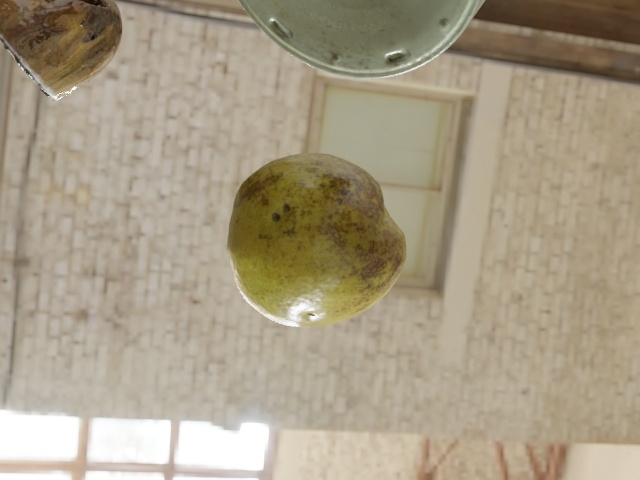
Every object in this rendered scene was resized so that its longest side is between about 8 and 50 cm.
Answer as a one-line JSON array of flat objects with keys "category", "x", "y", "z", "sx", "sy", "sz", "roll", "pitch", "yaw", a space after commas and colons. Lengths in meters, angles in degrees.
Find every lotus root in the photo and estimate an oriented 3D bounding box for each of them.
[{"category": "lotus root", "x": -0.414, "y": -0.348, "z": 1.944, "sx": 0.272, "sy": 0.192, "sz": 0.272, "roll": 56, "pitch": 0, "yaw": 0}]

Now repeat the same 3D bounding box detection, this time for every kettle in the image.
[{"category": "kettle", "x": 0.095, "y": -0.384, "z": 1.202, "sx": 0.377, "sy": 0.250, "sz": 0.361, "roll": -49, "pitch": 145, "yaw": -51}]

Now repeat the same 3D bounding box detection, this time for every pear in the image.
[{"category": "pear", "x": 0.000, "y": 0.000, "z": 1.463, "sx": 0.197, "sy": 0.197, "sz": 0.197, "roll": -175, "pitch": -90, "yaw": -70}]
